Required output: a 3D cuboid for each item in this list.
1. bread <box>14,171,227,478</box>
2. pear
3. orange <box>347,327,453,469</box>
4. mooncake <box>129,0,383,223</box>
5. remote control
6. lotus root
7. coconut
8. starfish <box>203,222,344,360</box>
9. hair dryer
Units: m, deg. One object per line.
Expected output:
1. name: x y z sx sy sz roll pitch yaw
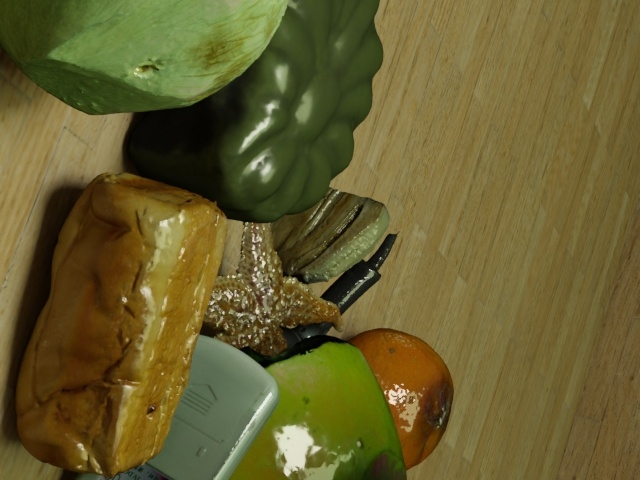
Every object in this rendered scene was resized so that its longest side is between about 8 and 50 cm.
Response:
1. bread: -0.199 0.082 1.551 0.167 0.132 0.294 2 103 -63
2. pear: -0.036 0.306 1.830 0.399 0.165 0.399 -31 138 -33
3. orange: 0.093 0.233 2.215 0.224 0.170 0.224 -35 130 -56
4. mooncake: -0.061 -0.195 1.669 0.351 0.187 0.351 -34 129 -57
5. remote control: -0.169 0.235 1.652 0.296 0.140 0.056 -56 163 -21
6. lotus root: 0.000 0.002 1.965 0.144 0.143 0.070 -48 140 -17
7. coconut: -0.161 -0.245 1.327 0.328 0.281 0.328 -53 -175 7
8. starfish: -0.080 0.103 1.815 0.302 0.060 0.299 31 79 -45
9. hair dryer: 0.027 0.104 2.003 0.271 0.091 0.235 -47 149 -1
